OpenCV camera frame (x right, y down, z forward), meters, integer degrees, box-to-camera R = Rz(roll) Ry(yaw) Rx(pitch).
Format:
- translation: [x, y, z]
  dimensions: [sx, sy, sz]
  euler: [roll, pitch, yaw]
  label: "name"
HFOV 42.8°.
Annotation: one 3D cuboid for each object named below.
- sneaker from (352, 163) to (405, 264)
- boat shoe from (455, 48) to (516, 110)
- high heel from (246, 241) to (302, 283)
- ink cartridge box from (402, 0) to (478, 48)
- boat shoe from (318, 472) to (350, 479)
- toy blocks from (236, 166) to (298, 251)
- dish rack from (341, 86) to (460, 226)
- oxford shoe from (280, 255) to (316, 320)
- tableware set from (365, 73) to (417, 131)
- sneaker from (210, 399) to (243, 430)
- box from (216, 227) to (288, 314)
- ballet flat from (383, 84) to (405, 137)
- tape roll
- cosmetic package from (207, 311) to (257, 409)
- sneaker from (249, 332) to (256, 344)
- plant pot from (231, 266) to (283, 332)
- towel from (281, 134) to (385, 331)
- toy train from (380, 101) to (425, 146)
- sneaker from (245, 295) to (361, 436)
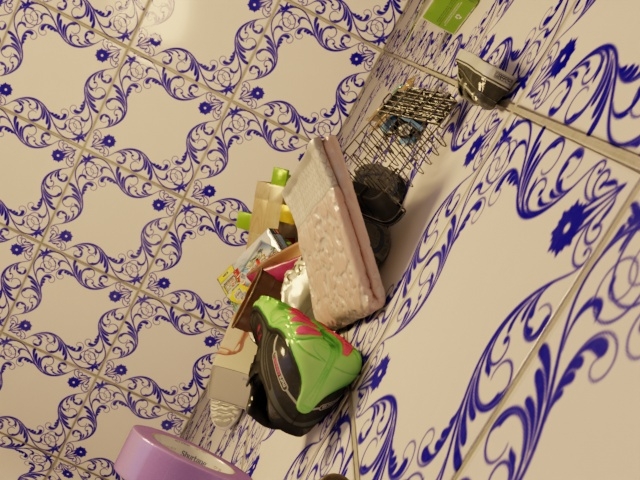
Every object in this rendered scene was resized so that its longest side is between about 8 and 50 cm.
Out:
- translation: [0.086, -0.038, 1.614]
  dimensions: [0.129, 0.111, 0.297]
  euler: [117, 176, -47]
  label: "sneaker"
- translation: [0.249, -0.257, 1.312]
  dimensions: [0.070, 0.078, 0.219]
  euler: [-60, 9, 16]
  label: "boat shoe"
- translation: [-0.034, -0.009, 2.054]
  dimensions: [0.377, 0.181, 0.127]
  euler: [-62, 7, 12]
  label: "high heel"
- translation: [0.314, -0.590, 2.008]
  dimensions: [0.188, 0.097, 0.255]
  euler: [-67, 6, -26]
  label: "ink cartridge box"
- translation: [-0.015, 0.373, 1.009]
  dimensions: [0.178, 0.064, 0.060]
  euler: [-59, 0, -19]
  label: "boat shoe"
- translation: [-0.094, -0.019, 2.373]
  dimensions: [0.261, 0.191, 0.381]
  euler: [-2, -76, -59]
  label: "toy blocks"
- translation: [0.135, -0.168, 1.507]
  dimensions: [0.271, 0.074, 0.208]
  euler: [-51, 37, -10]
  label: "dish rack"
- translation: [-0.004, 0.075, 1.759]
  dimensions: [0.449, 0.130, 0.169]
  euler: [-62, 5, 2]
  label: "oxford shoe"
- translation: [0.160, -0.308, 1.816]
  dimensions: [0.168, 0.020, 0.141]
  euler: [-48, 11, 6]
  label: "tableware set"
- translation: [-0.249, 0.456, 2.428]
  dimensions: [0.281, 0.105, 0.115]
  euler: [-77, -19, -48]
  label: "sneaker"
- translation: [-0.166, 0.100, 2.234]
  dimensions: [0.233, 0.159, 0.044]
  euler: [-43, -24, 25]
  label: "box"
- translation: [0.192, -0.303, 1.991]
  dimensions: [0.221, 0.077, 0.079]
  euler: [125, 152, -76]
  label: "ballet flat"
- translation: [-0.277, 0.475, 1.667]
  dimensions: [0.090, 0.275, 0.275]
  euler: [-64, 7, -8]
  label: "tape roll"
- translation: [-0.210, 0.307, 2.301]
  dimensions: [0.296, 0.129, 0.153]
  euler: [-72, -3, -52]
  label: "cosmetic package"
- translation: [-0.116, 0.223, 2.168]
  dimensions: [0.110, 0.107, 0.275]
  euler: [-52, 10, 17]
  label: "sneaker"
- translation: [-0.108, 0.174, 1.995]
  dimensions: [0.167, 0.165, 0.167]
  euler: [-63, 6, 12]
  label: "plant pot"
- translation: [0.012, 0.001, 1.499]
  dimensions: [0.332, 0.053, 0.316]
  euler: [135, 120, -72]
  label: "towel"
- translation: [0.190, -0.273, 1.825]
  dimensions: [0.105, 0.080, 0.184]
  euler: [-56, 8, 9]
  label: "toy train"
- translation: [-0.069, 0.223, 1.453]
  dimensions: [0.202, 0.185, 0.483]
  euler: [-60, 5, -4]
  label: "sneaker"
